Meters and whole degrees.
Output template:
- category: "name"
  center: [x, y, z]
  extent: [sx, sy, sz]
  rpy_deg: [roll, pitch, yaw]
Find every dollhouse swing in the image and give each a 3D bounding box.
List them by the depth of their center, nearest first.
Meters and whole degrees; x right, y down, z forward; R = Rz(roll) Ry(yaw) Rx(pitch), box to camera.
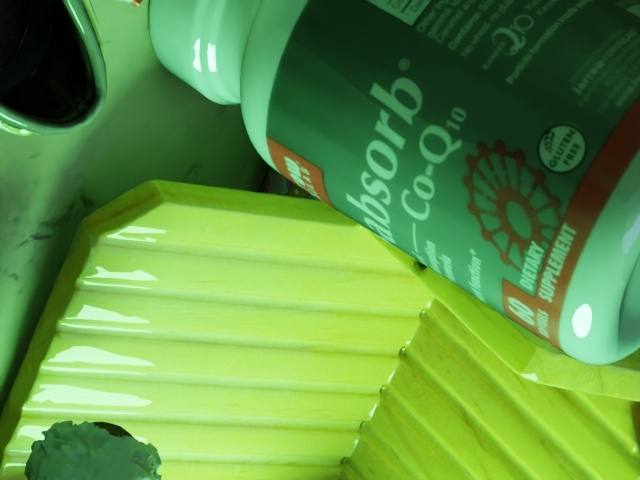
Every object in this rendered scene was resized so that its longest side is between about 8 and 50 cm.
- category: "dollhouse swing"
  center: [-0.005, 0.155, 1.257]
  extent: [0.305, 0.315, 0.347]
  rpy_deg: [-4, 130, -46]

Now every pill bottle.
- category: "pill bottle"
  center: [0.082, -0.096, 1.139]
  extent: [0.210, 0.363, 0.210]
  rpy_deg: [-43, 152, -30]

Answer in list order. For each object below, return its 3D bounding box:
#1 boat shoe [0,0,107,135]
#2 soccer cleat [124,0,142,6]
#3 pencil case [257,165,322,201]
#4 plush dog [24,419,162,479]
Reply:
- category: "boat shoe"
  center: [-0.193, -0.152, 0.881]
  extent: [0.116, 0.097, 0.324]
  rpy_deg: [-51, 155, -12]
- category: "soccer cleat"
  center: [-0.115, -0.176, 1.005]
  extent: [0.068, 0.076, 0.196]
  rpy_deg: [-51, -173, 2]
- category: "pencil case"
  center: [0.000, 0.000, 1.394]
  extent: [0.124, 0.124, 0.284]
  rpy_deg: [-25, 140, -50]
- category: "plush dog"
  center: [-0.232, 0.243, 1.159]
  extent: [0.262, 0.210, 0.225]
  rpy_deg: [-6, 161, -28]
